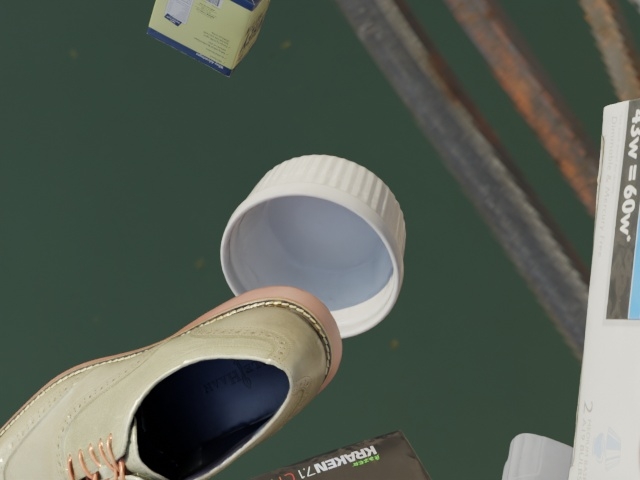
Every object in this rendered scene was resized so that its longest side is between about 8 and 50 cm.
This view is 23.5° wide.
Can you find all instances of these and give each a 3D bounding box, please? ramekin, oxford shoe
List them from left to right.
[{"bbox_3d":[-0.170,0.168,1.292,0.397,0.146,0.140,-35,95,16],"label":"oxford shoe"},{"bbox_3d":[0.000,0.000,1.735,0.207,0.109,0.207,8,128,10],"label":"ramekin"}]

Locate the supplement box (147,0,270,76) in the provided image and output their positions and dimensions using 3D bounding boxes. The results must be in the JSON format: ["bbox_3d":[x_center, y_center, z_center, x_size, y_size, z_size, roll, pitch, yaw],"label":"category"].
[{"bbox_3d":[-0.091,-0.200,1.295,0.083,0.056,0.083,28,135,3],"label":"supplement box"}]

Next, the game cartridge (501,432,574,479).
[{"bbox_3d":[0.328,0.343,1.658,0.294,0.196,0.060,21,146,-7],"label":"game cartridge"}]

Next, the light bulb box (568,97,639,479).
[{"bbox_3d":[0.424,0.069,1.275,0.225,0.361,0.358,172,105,-73],"label":"light bulb box"}]

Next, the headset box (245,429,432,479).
[{"bbox_3d":[0.021,0.342,1.456,0.246,0.283,0.131,-17,121,-9],"label":"headset box"}]
